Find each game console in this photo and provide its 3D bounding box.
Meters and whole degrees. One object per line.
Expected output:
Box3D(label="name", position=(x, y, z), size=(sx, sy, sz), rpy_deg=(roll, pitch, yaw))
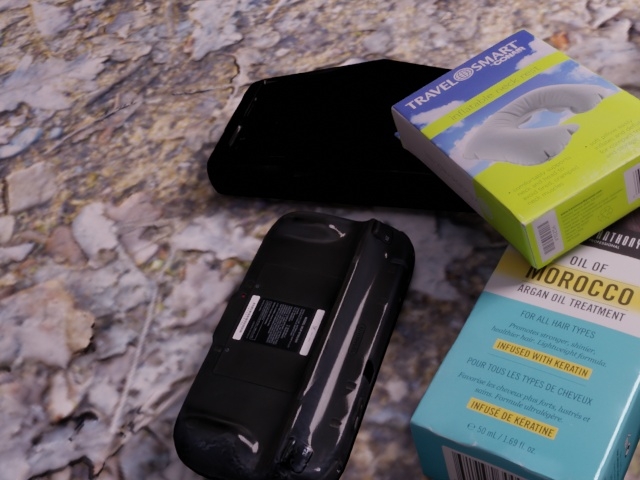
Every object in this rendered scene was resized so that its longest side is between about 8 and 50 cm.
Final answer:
Box3D(label="game console", position=(0.000, 0.000, 0.622), size=(0.213, 0.044, 0.361), rpy_deg=(5, 49, 23))

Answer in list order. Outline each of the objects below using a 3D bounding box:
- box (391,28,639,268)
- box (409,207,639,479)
Box3D(label="box", position=(0.123, -0.067, 0.568), size=(0.109, 0.042, 0.178), rpy_deg=(-31, 40, -6))
Box3D(label="box", position=(0.152, 0.038, 0.528), size=(0.101, 0.060, 0.244), rpy_deg=(17, 55, 28))
